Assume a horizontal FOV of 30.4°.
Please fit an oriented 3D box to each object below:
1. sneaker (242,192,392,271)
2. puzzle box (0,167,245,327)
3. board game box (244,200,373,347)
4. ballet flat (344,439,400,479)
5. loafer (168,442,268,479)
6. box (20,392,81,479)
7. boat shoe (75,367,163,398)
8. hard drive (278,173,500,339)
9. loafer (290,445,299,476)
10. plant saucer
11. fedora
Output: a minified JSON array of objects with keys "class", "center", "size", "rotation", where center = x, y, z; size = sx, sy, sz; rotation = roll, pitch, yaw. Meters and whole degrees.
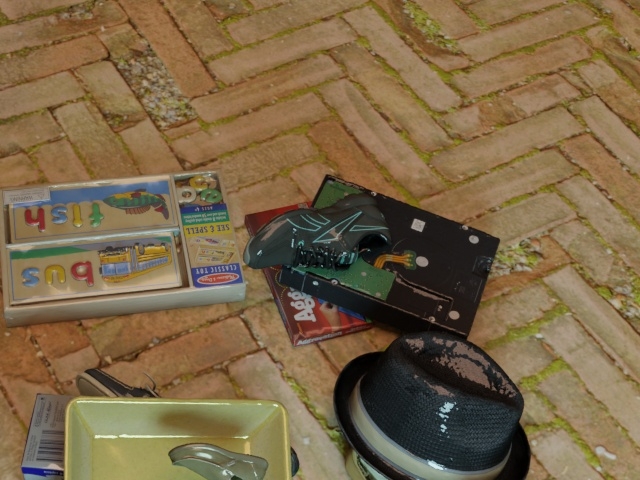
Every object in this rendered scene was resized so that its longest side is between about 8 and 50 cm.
[{"class":"sneaker","center":[0.000,0.000,1.957],"size":[0.267,0.101,0.106],"rotation":[-20,61,-24]},{"class":"puzzle box","center":[-0.352,0.006,2.052],"size":[0.408,0.052,0.272],"rotation":[-6,54,-13]},{"class":"board game box","center":[-0.025,0.053,2.075],"size":[0.145,0.027,0.281],"rotation":[-13,55,-16]},{"class":"ballet flat","center":[0.120,0.399,1.799],"size":[0.080,0.073,0.232],"rotation":[-34,64,-28]},{"class":"loafer","center":[-0.145,0.323,1.671],"size":[0.148,0.056,0.050],"rotation":[12,61,-15]},{"class":"box","center":[-0.393,0.316,1.753],"size":[0.072,0.137,0.126],"rotation":[4,52,-1]},{"class":"boat shoe","center":[-0.266,0.272,1.831],"size":[0.254,0.095,0.079],"rotation":[32,55,14]},{"class":"hard drive","center":[0.123,0.036,2.057],"size":[0.338,0.064,0.237],"rotation":[21,51,4]},{"class":"loafer","center":[-0.102,0.305,1.849],"size":[0.170,0.061,0.062],"rotation":[30,56,16]},{"class":"plant saucer","center":[-0.208,0.398,1.694],"size":[0.332,0.081,0.333],"rotation":[4,66,-18]},{"class":"fedora","center":[0.193,0.250,1.828],"size":[0.334,0.153,0.334],"rotation":[13,37,-10]}]
